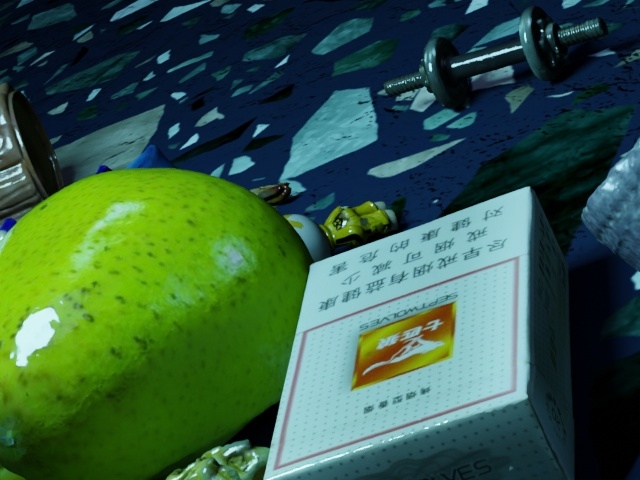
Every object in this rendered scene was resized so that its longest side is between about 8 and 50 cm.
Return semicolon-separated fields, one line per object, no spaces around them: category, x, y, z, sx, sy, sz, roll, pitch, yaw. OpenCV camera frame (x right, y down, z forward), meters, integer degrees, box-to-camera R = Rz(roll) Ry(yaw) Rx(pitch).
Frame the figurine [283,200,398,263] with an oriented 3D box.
figurine;0.003;0.002;1.799;0.143;0.068;0.101;-7;33;4

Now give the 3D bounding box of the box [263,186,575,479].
box;0.082;0.098;1.463;0.210;0.095;0.330;-20;23;16

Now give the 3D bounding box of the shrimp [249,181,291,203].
shrimp;-0.077;-0.022;1.969;0.124;0.034;0.178;-30;13;-12

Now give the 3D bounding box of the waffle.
waffle;-0.129;0.229;1.415;0.223;0.054;0.204;-41;2;-32

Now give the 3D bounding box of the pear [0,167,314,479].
pear;-0.196;0.091;1.609;0.342;0.238;0.318;-15;17;27

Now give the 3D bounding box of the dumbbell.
dumbbell;0.180;-0.191;1.981;0.254;0.082;0.081;-14;26;28

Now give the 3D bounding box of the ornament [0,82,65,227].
ornament;-0.434;-0.074;2.248;0.217;0.221;0.235;-21;31;5

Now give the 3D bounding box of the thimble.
thimble;0.280;-0.038;1.462;0.150;0.098;0.150;-46;-11;-12

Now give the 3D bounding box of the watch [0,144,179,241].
watch;-0.195;-0.007;1.885;0.196;0.171;0.200;-27;18;37
